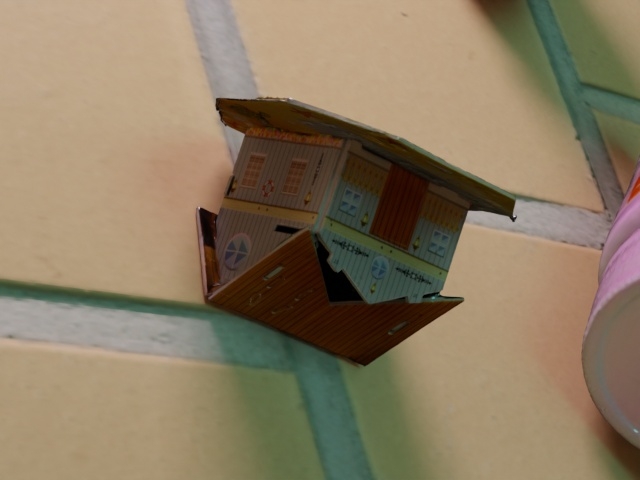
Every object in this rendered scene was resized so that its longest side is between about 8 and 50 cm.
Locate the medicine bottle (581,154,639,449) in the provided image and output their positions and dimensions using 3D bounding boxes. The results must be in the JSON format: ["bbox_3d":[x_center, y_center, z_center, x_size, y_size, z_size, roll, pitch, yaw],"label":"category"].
[{"bbox_3d":[0.355,0.010,1.634,0.219,0.219,0.388,50,35,-11],"label":"medicine bottle"}]

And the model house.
[{"bbox_3d":[0.000,0.000,1.274,0.219,0.207,0.136,23,83,-41],"label":"model house"}]
